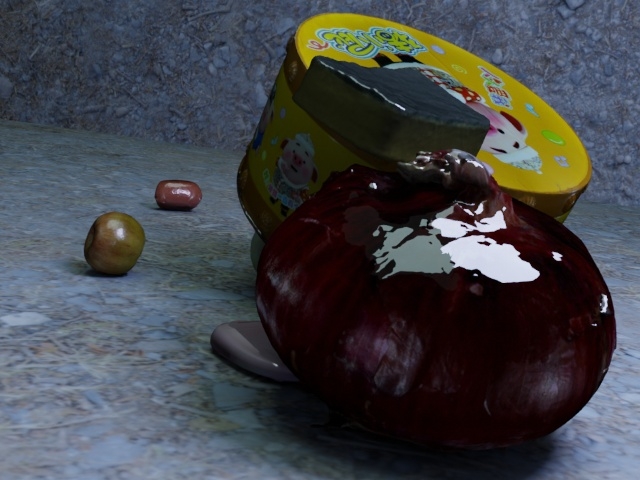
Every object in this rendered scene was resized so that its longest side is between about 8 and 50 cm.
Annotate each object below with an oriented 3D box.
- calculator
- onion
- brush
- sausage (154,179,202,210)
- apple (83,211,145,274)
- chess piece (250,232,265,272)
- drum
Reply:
[{"bbox_3d":[-0.050,0.104,0.841,0.103,0.024,0.166,-1,13,-35],"label":"calculator"},{"bbox_3d":[0.105,0.036,0.723,0.313,0.232,0.314,15,23,-6],"label":"onion"},{"bbox_3d":[0.075,-0.127,0.836,0.123,0.059,0.197,38,25,29],"label":"brush"},{"bbox_3d":[-0.279,-0.087,1.671,0.094,0.054,0.059,2,-25,-23],"label":"sausage"},{"bbox_3d":[-0.265,0.004,1.102,0.071,0.084,0.084,21,4,-24],"label":"apple"},{"bbox_3d":[0.001,0.002,1.188,0.144,0.145,0.251,13,18,33],"label":"chess piece"},{"bbox_3d":[0.119,-0.103,1.105,0.431,0.214,0.431,18,34,-12],"label":"drum"}]
